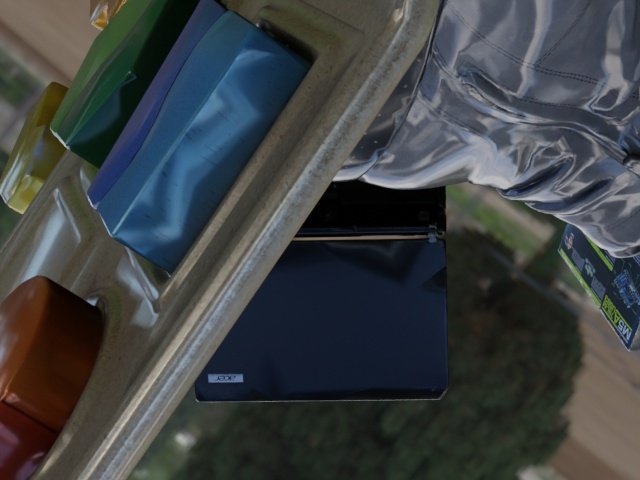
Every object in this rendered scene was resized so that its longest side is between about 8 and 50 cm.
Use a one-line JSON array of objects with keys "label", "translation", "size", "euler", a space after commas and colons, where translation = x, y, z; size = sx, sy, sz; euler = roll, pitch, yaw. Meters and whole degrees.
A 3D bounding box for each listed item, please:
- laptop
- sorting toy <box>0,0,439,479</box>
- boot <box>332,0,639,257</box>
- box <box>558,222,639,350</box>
[{"label": "laptop", "translation": [0.000, 0.000, 1.595], "size": [0.234, 0.264, 0.136], "euler": [-1, 146, 4]}, {"label": "sorting toy", "translation": [-0.075, -0.014, 0.525], "size": [0.041, 0.229, 0.307], "euler": [29, -174, -20]}, {"label": "boot", "translation": [0.133, -0.125, 0.788], "size": [0.223, 0.118, 0.338], "euler": [11, 147, -17]}, {"label": "box", "translation": [0.333, -0.009, 1.861], "size": [0.045, 0.184, 0.190], "euler": [-2, -146, -20]}]
